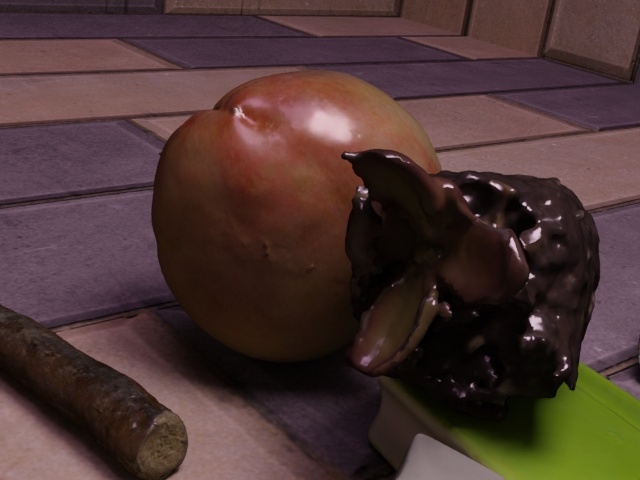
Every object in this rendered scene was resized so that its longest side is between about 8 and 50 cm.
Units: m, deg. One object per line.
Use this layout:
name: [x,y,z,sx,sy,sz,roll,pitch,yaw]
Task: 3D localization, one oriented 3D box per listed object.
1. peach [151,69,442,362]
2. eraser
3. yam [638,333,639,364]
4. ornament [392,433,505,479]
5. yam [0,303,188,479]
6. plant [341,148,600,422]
peach: [-0.021,-0.027,0.863,0.292,0.292,0.247,-10,52,-38]
eraser: [0.191,0.179,0.714,0.210,0.092,0.274,-7,24,-31]
yam: [0.408,0.096,0.982,0.107,0.107,0.183,18,22,23]
ornament: [0.047,0.223,0.525,0.120,0.130,0.285,17,15,1]
yam: [-0.220,0.117,0.770,0.274,0.061,0.061,23,26,35]
plant: [0.117,0.031,0.697,0.178,0.204,0.234,5,8,26]
